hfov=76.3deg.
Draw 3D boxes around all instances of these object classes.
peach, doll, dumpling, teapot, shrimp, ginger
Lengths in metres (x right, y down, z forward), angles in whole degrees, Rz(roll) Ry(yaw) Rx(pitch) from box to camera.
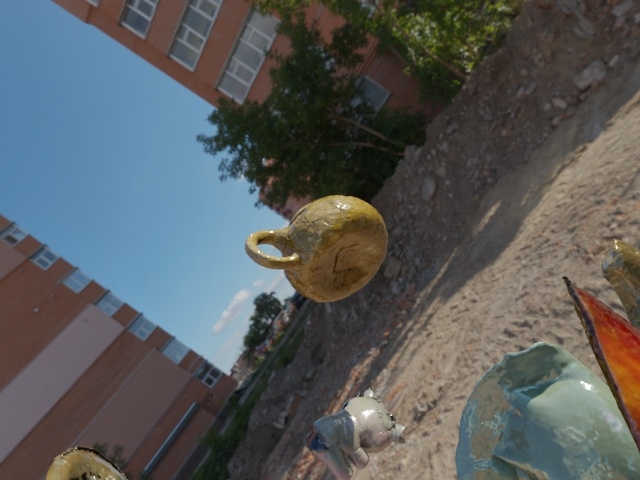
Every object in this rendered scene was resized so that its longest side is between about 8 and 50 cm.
[{"bbox_3d":[0.285,0.147,0.335,0.068,0.279,0.189,-23,5,24],"label":"peach"},{"bbox_3d":[0.064,0.365,0.790,0.192,0.095,0.149,-15,18,-27],"label":"doll"},{"bbox_3d":[0.370,0.336,0.595,0.212,0.320,0.270,9,-52,-44],"label":"dumpling"},{"bbox_3d":[0.000,0.000,0.757,0.312,0.167,0.203,-7,-53,-35],"label":"teapot"},{"bbox_3d":[-0.321,0.400,0.597,0.058,0.253,0.173,-44,-46,-14],"label":"shrimp"},{"bbox_3d":[0.504,0.085,0.632,0.096,0.189,0.069,-4,-19,-29],"label":"ginger"}]
